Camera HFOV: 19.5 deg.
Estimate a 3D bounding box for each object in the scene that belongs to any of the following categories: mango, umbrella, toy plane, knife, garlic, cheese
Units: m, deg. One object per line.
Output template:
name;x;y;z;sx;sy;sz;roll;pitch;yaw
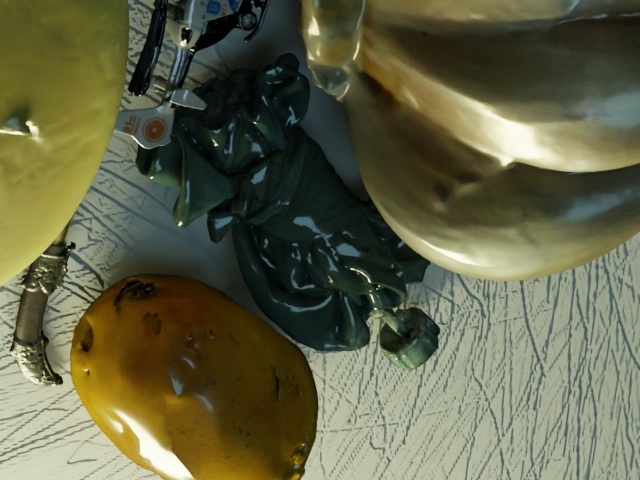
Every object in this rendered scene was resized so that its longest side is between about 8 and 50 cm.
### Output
mango;-0.094;0.125;1.456;0.156;0.151;0.248;-15;142;24
umbrella;0.003;0.000;1.440;0.143;0.094;0.349;-36;131;5
toy plane;-0.087;-0.156;1.301;0.078;0.053;0.197;16;98;-33
knife;-0.207;0.024;1.398;0.045;0.021;0.222;-5;127;-22
garlic;0.131;-0.099;1.313;0.132;0.325;0.279;-41;146;-50
cheese;-0.238;-0.094;1.206;0.259;0.128;0.316;-3;130;-51
